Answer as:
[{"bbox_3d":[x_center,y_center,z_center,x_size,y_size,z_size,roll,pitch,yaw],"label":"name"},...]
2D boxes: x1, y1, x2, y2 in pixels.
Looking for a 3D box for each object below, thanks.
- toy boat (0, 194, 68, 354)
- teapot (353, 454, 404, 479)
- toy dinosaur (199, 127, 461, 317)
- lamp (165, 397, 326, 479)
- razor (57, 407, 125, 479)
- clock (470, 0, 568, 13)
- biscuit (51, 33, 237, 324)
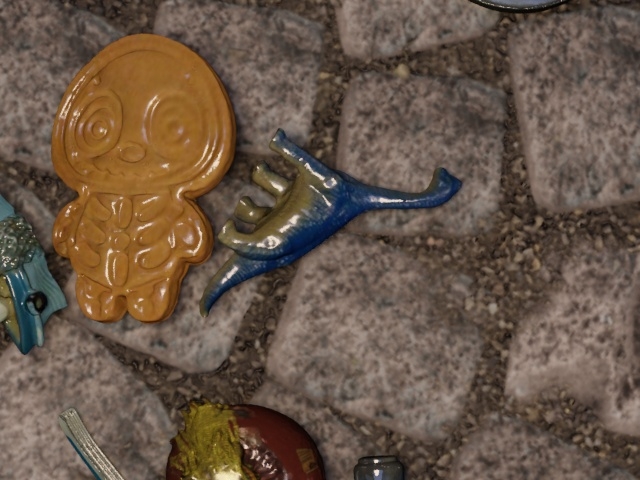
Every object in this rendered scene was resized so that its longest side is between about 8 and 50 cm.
[{"bbox_3d":[-0.344,0.009,1.683,0.098,0.109,0.238,-36,84,-30],"label":"toy boat"},{"bbox_3d":[0.063,0.251,1.677,0.049,0.063,0.083,-6,87,35],"label":"teapot"},{"bbox_3d":[0.000,0.000,1.687,0.188,0.075,0.247,30,81,3],"label":"toy dinosaur"},{"bbox_3d":[-0.074,0.235,1.637,0.157,0.135,0.156,8,86,2],"label":"lamp"},{"bbox_3d":[-0.195,0.245,1.694,0.191,0.037,0.068,46,47,9],"label":"razor"},{"bbox_3d":[0.199,-0.331,1.714,0.215,0.042,0.214,0,85,3],"label":"clock"},{"bbox_3d":[-0.182,-0.061,1.686,0.202,0.044,0.288,7,82,24],"label":"biscuit"}]
